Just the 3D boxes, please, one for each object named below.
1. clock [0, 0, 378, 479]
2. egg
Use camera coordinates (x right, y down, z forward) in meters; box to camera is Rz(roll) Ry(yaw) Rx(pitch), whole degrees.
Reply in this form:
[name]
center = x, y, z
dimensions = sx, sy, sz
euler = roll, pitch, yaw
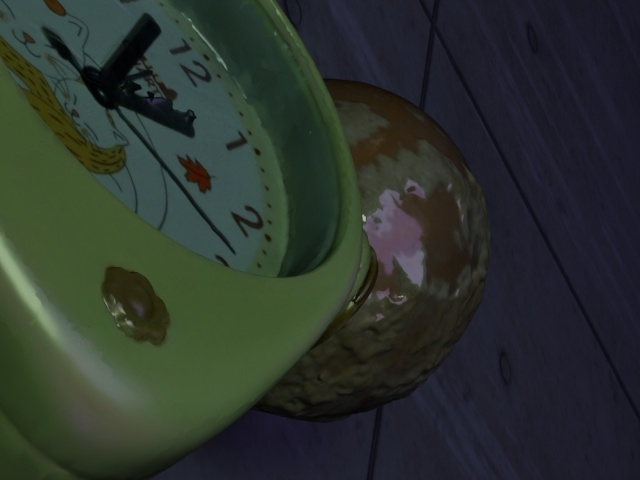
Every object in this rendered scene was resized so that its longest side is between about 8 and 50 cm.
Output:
[clock]
center = -0.106, -0.050, 0.775
dimensions = 0.286, 0.117, 0.348
euler = 56, 26, 3
[egg]
center = 0.000, 0.000, 1.109
dimensions = 0.203, 0.203, 0.245
euler = 70, 25, -17
